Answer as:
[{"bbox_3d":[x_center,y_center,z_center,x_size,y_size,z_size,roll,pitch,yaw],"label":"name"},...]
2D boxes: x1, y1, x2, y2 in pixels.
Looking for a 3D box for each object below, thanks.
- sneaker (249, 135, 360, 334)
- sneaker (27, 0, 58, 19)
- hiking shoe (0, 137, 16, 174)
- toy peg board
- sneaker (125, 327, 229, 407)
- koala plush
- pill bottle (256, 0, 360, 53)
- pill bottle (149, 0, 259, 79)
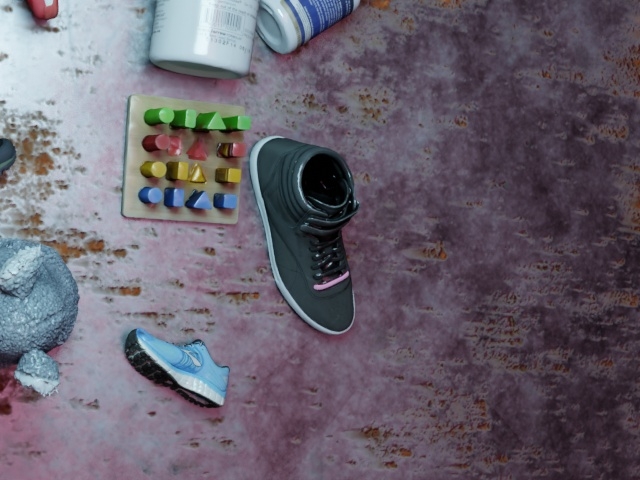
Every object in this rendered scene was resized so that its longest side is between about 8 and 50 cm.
[{"bbox_3d":[0.000,0.000,1.611,0.105,0.147,0.295,-25,104,-25],"label":"sneaker"},{"bbox_3d":[-0.409,-0.354,1.443,0.128,0.087,0.221,-24,91,-14],"label":"sneaker"},{"bbox_3d":[-0.461,-0.122,1.395,0.227,0.086,0.114,-6,104,-38],"label":"hiking shoe"},{"bbox_3d":[-0.168,-0.105,1.562,0.161,0.079,0.160,4,91,-26],"label":"toy peg board"},{"bbox_3d":[-0.188,0.158,1.586,0.162,0.063,0.073,37,59,-27],"label":"sneaker"},{"bbox_3d":[-0.361,0.082,1.397,0.203,0.221,0.196,-9,96,-26],"label":"koala plush"},{"bbox_3d":[-0.006,-0.332,1.622,0.169,0.094,0.094,-36,107,-20],"label":"pill bottle"},{"bbox_3d":[-0.140,-0.331,1.536,0.131,0.131,0.229,9,89,-26],"label":"pill bottle"}]
